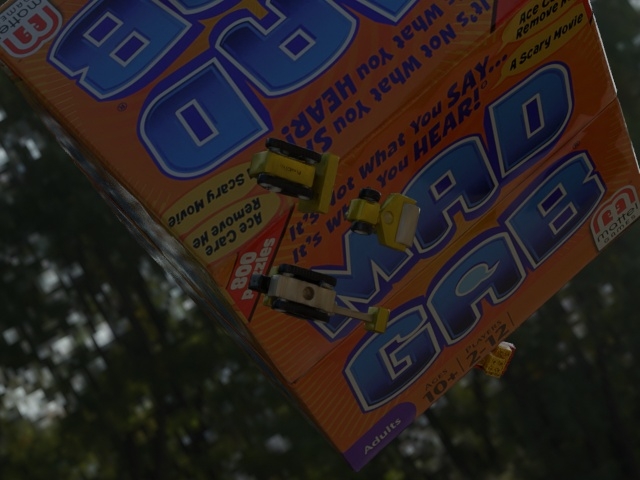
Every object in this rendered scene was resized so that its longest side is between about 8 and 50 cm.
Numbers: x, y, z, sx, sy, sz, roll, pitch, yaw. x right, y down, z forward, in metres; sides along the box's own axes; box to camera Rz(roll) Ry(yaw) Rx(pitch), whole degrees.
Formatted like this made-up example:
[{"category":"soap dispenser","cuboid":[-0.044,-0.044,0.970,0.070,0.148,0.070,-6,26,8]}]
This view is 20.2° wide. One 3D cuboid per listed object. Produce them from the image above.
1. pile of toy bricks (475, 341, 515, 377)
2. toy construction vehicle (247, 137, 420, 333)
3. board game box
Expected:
[{"category":"pile of toy bricks","cuboid":[0.107,0.081,1.680,0.212,0.105,0.118,15,-70,-22]},{"category":"toy construction vehicle","cuboid":[0.000,0.000,0.920,0.098,0.086,0.035,15,-11,-31]},{"category":"board game box","cuboid":[0.005,-0.100,1.525,0.356,0.356,0.356,-41,-36,-7]}]
